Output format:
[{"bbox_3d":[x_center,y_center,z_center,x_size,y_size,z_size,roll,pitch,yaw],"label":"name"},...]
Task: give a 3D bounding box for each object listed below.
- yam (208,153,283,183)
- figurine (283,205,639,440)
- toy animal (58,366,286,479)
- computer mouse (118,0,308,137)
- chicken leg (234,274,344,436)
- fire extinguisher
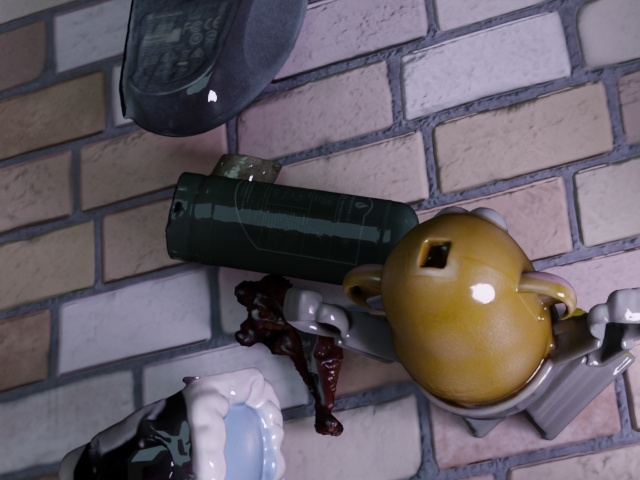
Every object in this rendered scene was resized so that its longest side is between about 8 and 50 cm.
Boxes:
[{"bbox_3d":[-0.102,-0.036,1.913,0.070,0.070,0.146,24,76,32],"label":"yam"},{"bbox_3d":[0.146,0.075,1.609,0.343,0.285,0.167,-22,60,16],"label":"figurine"},{"bbox_3d":[-0.129,0.230,1.720,0.208,0.204,0.156,-29,76,25],"label":"toy animal"},{"bbox_3d":[-0.122,-0.260,2.009,0.203,0.114,0.373,-5,56,26],"label":"computer mouse"},{"bbox_3d":[-0.023,0.108,1.814,0.089,0.048,0.219,-45,55,2],"label":"chicken leg"},{"bbox_3d":[0.000,0.000,1.800,0.311,0.095,0.114,8,35,8],"label":"fire extinguisher"}]
